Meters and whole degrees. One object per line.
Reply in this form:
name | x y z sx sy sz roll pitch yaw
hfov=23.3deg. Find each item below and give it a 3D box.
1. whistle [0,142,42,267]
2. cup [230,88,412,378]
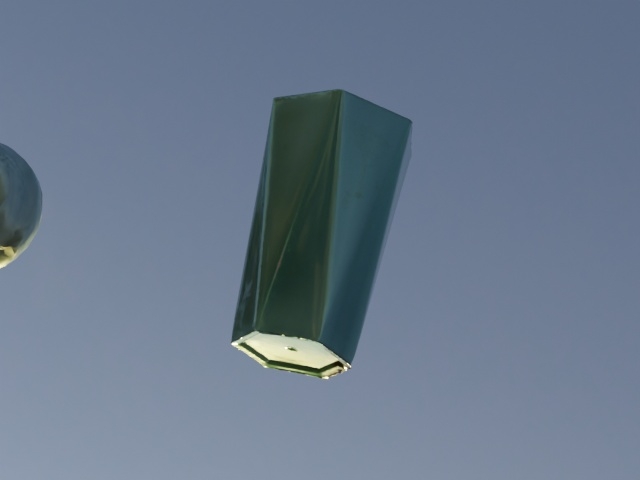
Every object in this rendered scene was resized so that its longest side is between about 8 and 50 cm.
whistle | -0.215 0.006 0.487 0.290 0.163 0.163 -7 -61 20
cup | 0.000 0.000 1.408 0.148 0.235 0.134 19 -22 -18
